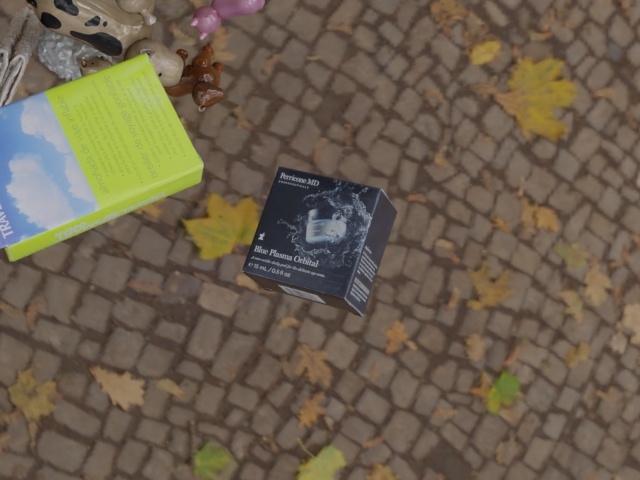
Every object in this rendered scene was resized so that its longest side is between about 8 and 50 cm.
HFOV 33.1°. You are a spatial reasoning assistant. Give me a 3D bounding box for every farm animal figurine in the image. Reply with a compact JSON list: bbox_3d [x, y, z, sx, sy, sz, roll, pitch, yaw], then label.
[{"bbox_3d":[-0.246,-0.299,1.456,0.327,0.330,0.172,16,52,4],"label":"farm animal figurine"}]

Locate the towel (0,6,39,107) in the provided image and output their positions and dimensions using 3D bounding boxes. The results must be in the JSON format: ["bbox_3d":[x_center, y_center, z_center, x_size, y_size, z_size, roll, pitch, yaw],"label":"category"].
[{"bbox_3d":[-0.457,-0.222,1.549,0.049,0.282,0.187,22,109,-18],"label":"towel"}]

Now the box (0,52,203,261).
[{"bbox_3d":[-0.191,-0.061,0.811,0.178,0.042,0.109,-24,77,-17],"label":"box"}]

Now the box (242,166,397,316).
[{"bbox_3d":[0.000,0.000,1.450,0.093,0.156,0.158,47,60,-64],"label":"box"}]
